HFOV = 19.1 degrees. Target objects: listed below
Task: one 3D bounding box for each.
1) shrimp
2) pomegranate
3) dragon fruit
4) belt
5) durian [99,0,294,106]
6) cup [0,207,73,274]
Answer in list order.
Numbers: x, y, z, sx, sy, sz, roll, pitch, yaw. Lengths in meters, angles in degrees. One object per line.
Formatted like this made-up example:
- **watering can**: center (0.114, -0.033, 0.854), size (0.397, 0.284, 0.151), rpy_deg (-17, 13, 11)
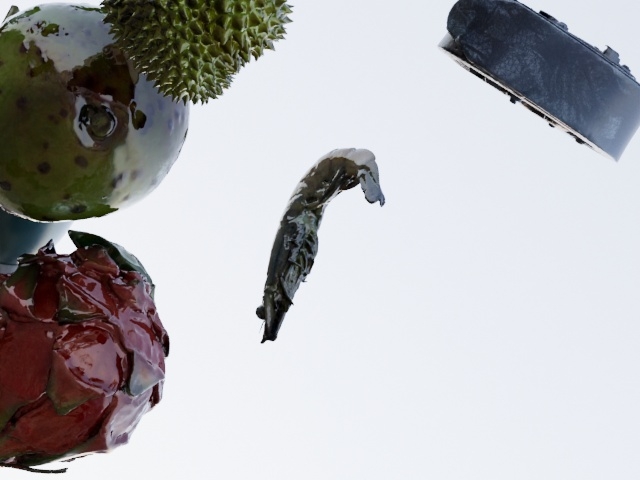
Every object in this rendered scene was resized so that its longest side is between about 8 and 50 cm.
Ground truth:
- **shrimp**: center (0.000, 0.000, 2.295), size (0.051, 0.262, 0.198), rpy_deg (29, -20, -24)
- **pomegranate**: center (-0.248, -0.148, 1.872), size (0.286, 0.231, 0.231), rpy_deg (-113, -172, -52)
- **dragon fruit**: center (-0.277, 0.132, 1.917), size (0.234, 0.293, 0.234), rpy_deg (44, -3, 3)
- **belt**: center (0.193, -0.147, 1.625), size (0.190, 0.082, 0.141), rpy_deg (33, 3, 1)
- **durian**: center (-0.106, -0.202, 1.639), size (0.146, 0.159, 0.198), rpy_deg (44, -55, 33)
- **cup**: center (-0.335, -0.053, 2.073), size (0.167, 0.300, 0.173), rpy_deg (40, -58, 30)
